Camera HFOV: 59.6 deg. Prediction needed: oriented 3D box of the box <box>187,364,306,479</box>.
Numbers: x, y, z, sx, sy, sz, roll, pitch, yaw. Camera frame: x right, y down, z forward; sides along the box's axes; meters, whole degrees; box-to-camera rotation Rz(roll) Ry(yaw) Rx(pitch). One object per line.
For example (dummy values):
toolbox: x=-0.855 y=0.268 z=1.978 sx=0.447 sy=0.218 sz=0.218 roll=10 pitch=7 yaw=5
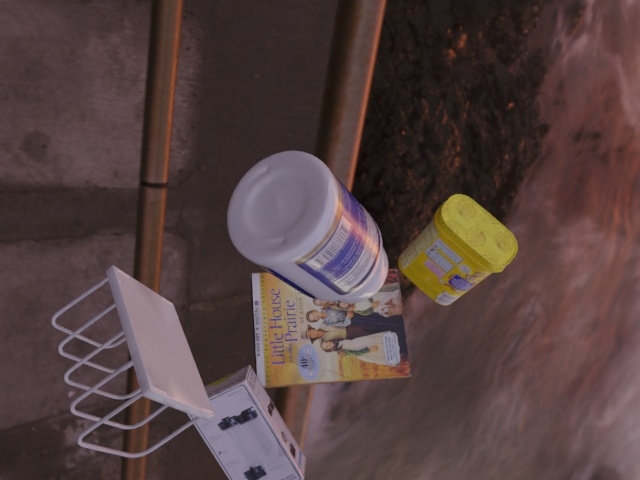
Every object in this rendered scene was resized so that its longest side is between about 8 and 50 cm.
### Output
box: x=-0.174 y=0.464 z=1.338 sx=0.169 sy=0.087 sz=0.290 roll=-28 pitch=101 yaw=9

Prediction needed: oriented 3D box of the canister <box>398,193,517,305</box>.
canister: x=0.204 y=0.021 z=0.868 sx=0.073 sy=0.126 sz=0.170 roll=-44 pitch=173 yaw=-31

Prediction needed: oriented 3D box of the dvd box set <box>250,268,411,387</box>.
dvd box set: x=0.024 y=0.232 z=1.523 sx=0.419 sy=0.062 sz=0.308 roll=0 pitch=71 yaw=-13

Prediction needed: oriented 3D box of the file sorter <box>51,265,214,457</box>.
file sorter: x=-0.355 y=0.231 z=1.034 sx=0.173 sy=0.278 sz=0.193 roll=-36 pitch=144 yaw=3

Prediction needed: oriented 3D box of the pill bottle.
pill bottle: x=0.000 y=0.000 z=0.571 sx=0.112 sy=0.112 sz=0.186 roll=-57 pitch=147 yaw=-5
